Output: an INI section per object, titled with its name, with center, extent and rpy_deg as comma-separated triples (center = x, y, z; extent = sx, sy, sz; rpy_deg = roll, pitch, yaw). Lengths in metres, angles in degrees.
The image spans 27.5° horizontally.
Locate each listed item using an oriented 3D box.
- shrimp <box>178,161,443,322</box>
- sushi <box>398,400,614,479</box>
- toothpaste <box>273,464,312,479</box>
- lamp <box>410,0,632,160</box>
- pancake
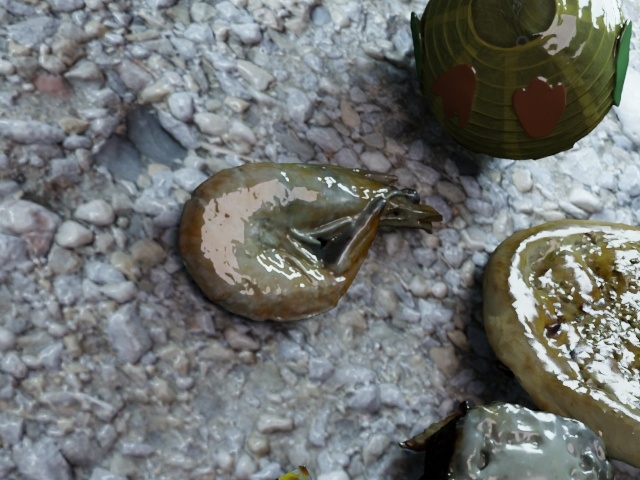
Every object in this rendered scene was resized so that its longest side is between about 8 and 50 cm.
[shrimp]
center = 0.000, 0.000, 1.355
extent = 0.317, 0.077, 0.168
rpy_deg = -2, 79, -28
[sushi]
center = 0.166, 0.304, 1.248
extent = 0.197, 0.182, 0.343
rpy_deg = 14, 60, -21
[toothpaste]
center = 0.003, 0.300, 1.225
extent = 0.037, 0.043, 0.178
rpy_deg = -20, 80, -37
[lamp]
center = 0.231, -0.209, 1.514
extent = 0.250, 0.284, 0.250
rpy_deg = -3, 76, 12
[pancake]
center = 0.361, 0.106, 1.424
extent = 0.382, 0.071, 0.382
rpy_deg = 6, 39, -5
